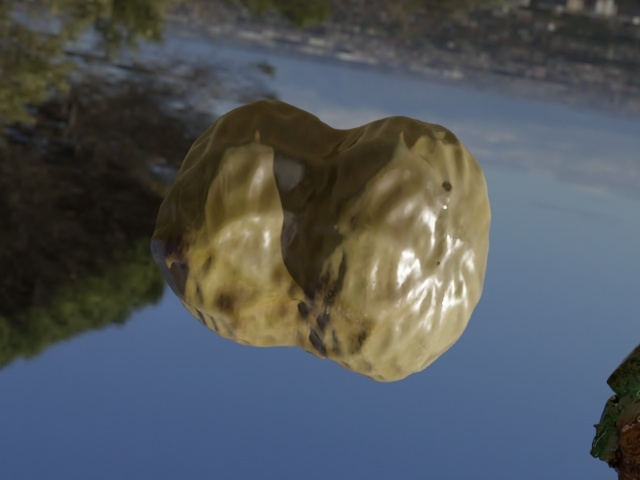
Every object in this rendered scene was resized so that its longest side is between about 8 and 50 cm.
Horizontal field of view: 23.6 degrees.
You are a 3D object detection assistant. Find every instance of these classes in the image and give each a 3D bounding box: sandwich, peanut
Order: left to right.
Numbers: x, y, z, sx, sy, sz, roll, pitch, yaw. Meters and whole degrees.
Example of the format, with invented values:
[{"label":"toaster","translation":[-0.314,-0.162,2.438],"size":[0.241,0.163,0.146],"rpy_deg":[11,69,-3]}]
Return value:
[{"label":"peanut","translation":[0.000,0.000,1.064],"size":[0.233,0.197,0.110],"rpy_deg":[11,-156,6]},{"label":"sandwich","translation":[0.326,0.174,1.347],"size":[0.160,0.109,0.185],"rpy_deg":[40,-164,29]}]
